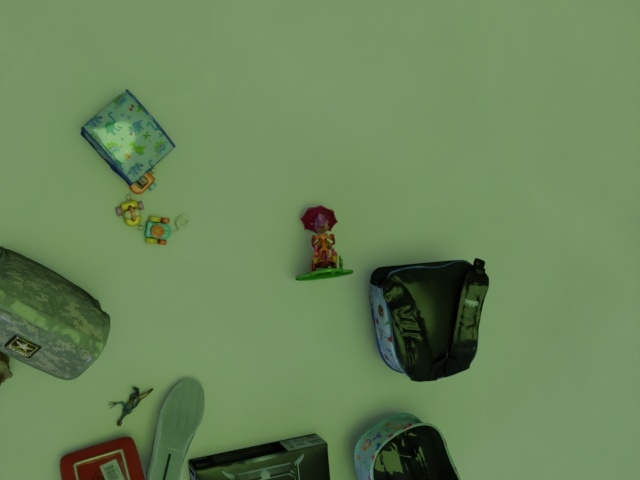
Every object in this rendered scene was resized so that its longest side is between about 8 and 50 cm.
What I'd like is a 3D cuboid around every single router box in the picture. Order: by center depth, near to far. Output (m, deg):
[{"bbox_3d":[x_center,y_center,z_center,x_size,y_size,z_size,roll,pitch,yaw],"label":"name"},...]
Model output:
[{"bbox_3d":[-0.127,0.585,1.917,0.308,0.081,0.243,-6,96,-20],"label":"router box"}]

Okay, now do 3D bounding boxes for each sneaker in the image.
[{"bbox_3d":[-0.321,0.421,1.832,0.094,0.091,0.258,25,65,-16],"label":"sneaker"}]

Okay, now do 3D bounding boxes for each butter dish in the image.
[{"bbox_3d":[-0.444,0.513,1.781,0.159,0.118,0.160,-15,58,-15],"label":"butter dish"}]

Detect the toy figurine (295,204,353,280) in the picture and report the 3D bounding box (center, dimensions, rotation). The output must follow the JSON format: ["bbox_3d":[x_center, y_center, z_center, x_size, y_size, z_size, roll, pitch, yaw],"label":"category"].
[{"bbox_3d":[0.000,0.000,1.891,0.130,0.173,0.159,-7,83,-3],"label":"toy figurine"}]

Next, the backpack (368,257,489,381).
[{"bbox_3d":[0.234,0.182,1.955,0.276,0.213,0.264,-6,88,-14],"label":"backpack"}]

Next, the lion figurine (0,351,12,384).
[{"bbox_3d":[-0.794,0.220,1.604,0.391,0.240,0.142,1,64,-5],"label":"lion figurine"}]

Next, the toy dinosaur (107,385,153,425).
[{"bbox_3d":[-0.401,0.356,1.820,0.090,0.047,0.082,9,110,-31],"label":"toy dinosaur"}]

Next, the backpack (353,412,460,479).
[{"bbox_3d":[0.191,0.528,1.973,0.225,0.191,0.254,-25,110,-20],"label":"backpack"}]

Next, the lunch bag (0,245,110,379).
[{"bbox_3d":[-0.536,0.142,1.620,0.235,0.287,0.169,33,82,-21],"label":"lunch bag"}]

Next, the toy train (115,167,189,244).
[{"bbox_3d":[-0.354,-0.068,1.799,0.125,0.046,0.166,-44,107,-12],"label":"toy train"}]

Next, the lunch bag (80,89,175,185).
[{"bbox_3d":[-0.391,-0.206,1.749,0.129,0.096,0.151,-44,98,-12],"label":"lunch bag"}]
